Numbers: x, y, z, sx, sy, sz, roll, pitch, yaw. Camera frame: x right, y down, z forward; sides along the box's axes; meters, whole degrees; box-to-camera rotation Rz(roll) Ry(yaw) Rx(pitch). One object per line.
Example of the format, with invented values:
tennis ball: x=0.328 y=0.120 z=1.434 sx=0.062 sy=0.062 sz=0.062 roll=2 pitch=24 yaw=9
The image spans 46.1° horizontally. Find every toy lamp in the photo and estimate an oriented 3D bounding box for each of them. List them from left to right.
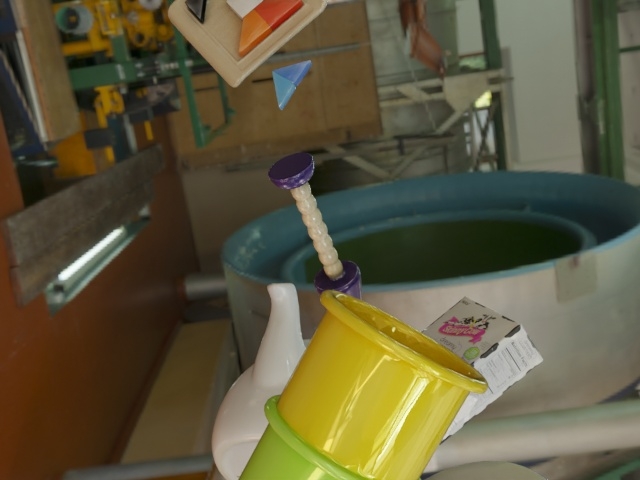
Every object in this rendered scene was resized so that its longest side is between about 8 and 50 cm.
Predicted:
toy lamp: x=0.000 y=0.000 z=1.153 sx=0.080 sy=0.080 sz=0.274 roll=-93 pitch=161 yaw=-56

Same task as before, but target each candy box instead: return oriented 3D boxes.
candy box: x=0.188 y=0.181 z=1.077 sx=0.070 sy=0.196 sz=0.165 roll=55 pitch=-9 yaw=-17

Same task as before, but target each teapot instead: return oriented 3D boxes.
teapot: x=0.008 y=0.205 z=0.884 sx=0.256 sy=0.253 sz=0.187 roll=118 pitch=-7 yaw=-49

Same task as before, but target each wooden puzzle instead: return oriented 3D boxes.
wooden puzzle: x=-0.043 y=-0.132 z=0.421 sx=0.116 sy=0.078 sz=0.014 roll=41 pitch=1 yaw=17

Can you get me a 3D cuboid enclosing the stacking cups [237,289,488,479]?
stacking cups: x=-0.036 y=0.181 z=0.380 sx=0.316 sy=0.096 sz=0.096 roll=-60 pitch=177 yaw=2

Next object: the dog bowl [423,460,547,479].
dog bowl: x=0.229 y=0.442 z=1.081 sx=0.265 sy=0.265 sz=0.104 roll=-88 pitch=158 yaw=-72
